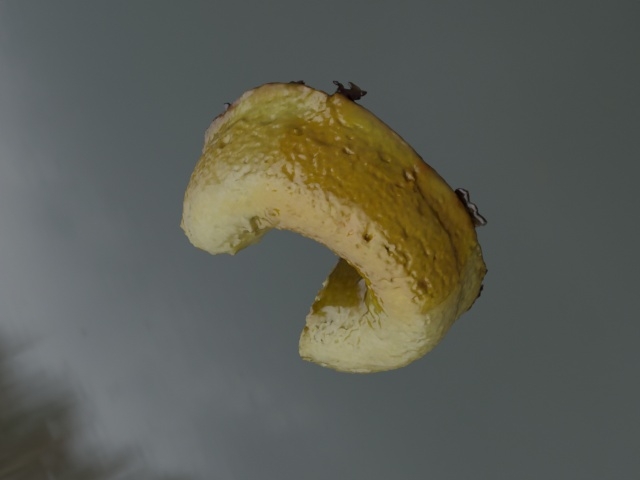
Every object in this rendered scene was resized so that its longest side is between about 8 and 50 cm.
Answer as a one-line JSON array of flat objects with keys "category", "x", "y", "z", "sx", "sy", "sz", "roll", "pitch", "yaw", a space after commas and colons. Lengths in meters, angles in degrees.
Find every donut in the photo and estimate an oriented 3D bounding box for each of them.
[{"category": "donut", "x": 0.009, "y": -0.001, "z": 0.827, "sx": 0.146, "sy": 0.078, "sz": 0.181, "roll": -19, "pitch": 115, "yaw": 44}]
